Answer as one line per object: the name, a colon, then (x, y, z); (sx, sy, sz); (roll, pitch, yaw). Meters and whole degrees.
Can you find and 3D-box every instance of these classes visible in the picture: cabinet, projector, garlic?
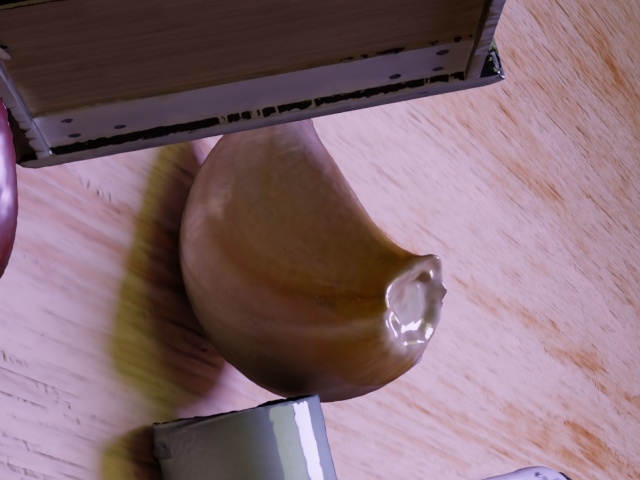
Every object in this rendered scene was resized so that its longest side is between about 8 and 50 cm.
cabinet: (-0.055, -0.200, 0.902); (0.318, 0.290, 0.227); (91, -11, -80)
projector: (-0.016, 0.263, 1.078); (0.108, 0.108, 0.337); (-2, 78, -67)
garlic: (-0.012, 0.005, 1.180); (0.145, 0.164, 0.245); (38, 20, -44)

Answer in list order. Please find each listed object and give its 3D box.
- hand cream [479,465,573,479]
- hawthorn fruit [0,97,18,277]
hand cream: (0.143, 0.257, 1.529); (0.336, 0.076, 0.121); (-13, 83, -61)
hawthorn fruit: (-0.217, -0.054, 0.707); (0.181, 0.181, 0.235); (-31, 109, -67)
